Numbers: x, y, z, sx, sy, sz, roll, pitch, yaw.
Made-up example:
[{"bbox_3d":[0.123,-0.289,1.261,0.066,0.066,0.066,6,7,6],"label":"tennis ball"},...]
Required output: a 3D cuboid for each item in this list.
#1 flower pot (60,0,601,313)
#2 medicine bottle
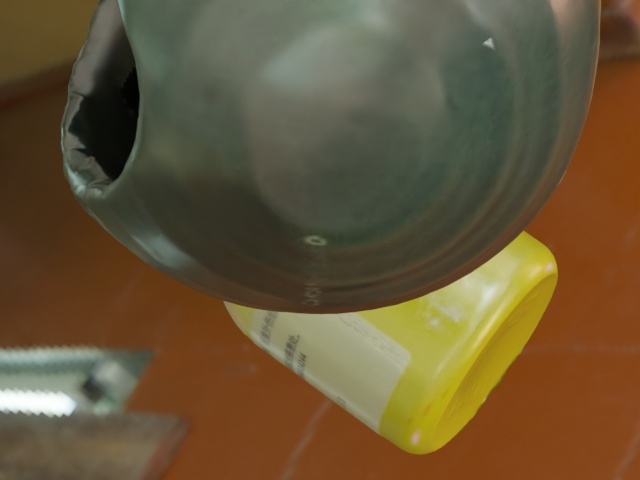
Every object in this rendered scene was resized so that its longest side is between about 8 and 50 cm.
[{"bbox_3d":[-0.001,-0.081,0.602,0.243,0.157,0.189,-95,10,-60],"label":"flower pot"},{"bbox_3d":[0.000,0.000,0.982,0.122,0.212,0.122,-49,-16,-20],"label":"medicine bottle"}]
